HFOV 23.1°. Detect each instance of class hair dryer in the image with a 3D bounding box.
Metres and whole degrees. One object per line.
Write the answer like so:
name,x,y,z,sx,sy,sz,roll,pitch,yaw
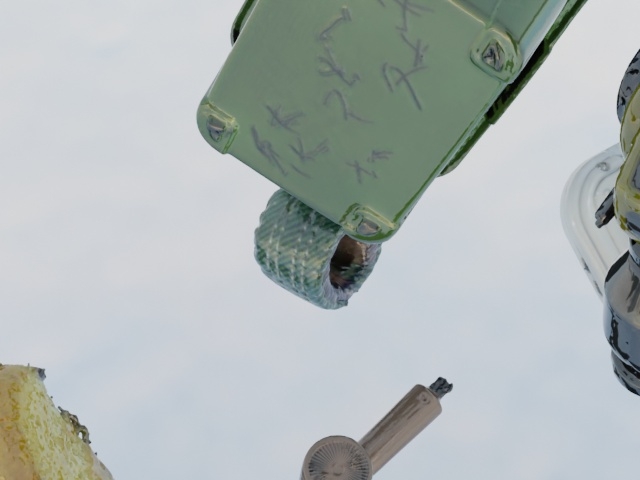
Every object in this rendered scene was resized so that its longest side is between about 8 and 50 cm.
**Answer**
hair dryer,0.053,0.187,1.399,0.181,0.117,0.064,-40,-110,-23

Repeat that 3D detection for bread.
bread,-0.327,0.270,1.678,0.160,0.260,0.147,-20,-153,13

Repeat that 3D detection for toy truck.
toy truck,0.231,-0.007,0.949,0.147,0.224,0.165,32,-109,29

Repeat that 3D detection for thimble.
thimble,0.001,-0.002,1.532,0.090,0.135,0.118,30,-108,24

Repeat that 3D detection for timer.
timer,0.442,-0.026,1.952,0.262,0.237,0.087,-28,-178,-13

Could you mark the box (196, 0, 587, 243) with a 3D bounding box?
box,0.051,-0.163,1.317,0.253,0.329,0.178,31,-132,-3
